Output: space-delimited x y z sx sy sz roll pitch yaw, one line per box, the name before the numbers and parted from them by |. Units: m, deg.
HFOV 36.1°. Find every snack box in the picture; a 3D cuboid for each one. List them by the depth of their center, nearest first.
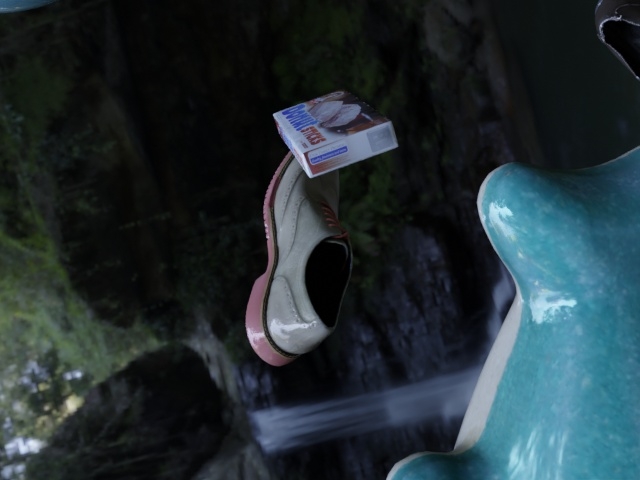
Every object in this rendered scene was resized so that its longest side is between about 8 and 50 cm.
snack box | 0.006 -0.083 0.730 0.178 0.064 0.022 -120 10 -72

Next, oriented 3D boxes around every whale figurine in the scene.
whale figurine | 0.136 0.098 0.423 0.141 0.216 0.272 -149 53 -70

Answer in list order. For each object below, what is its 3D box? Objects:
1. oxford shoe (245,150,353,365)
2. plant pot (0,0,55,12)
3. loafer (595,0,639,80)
oxford shoe | 0.000 0.000 1.319 0.123 0.130 0.348 32 -131 -35
plant pot | -0.295 -0.369 0.994 0.195 0.290 0.290 19 143 40
loafer | 0.356 -0.163 0.977 0.220 0.080 0.078 38 -134 7
